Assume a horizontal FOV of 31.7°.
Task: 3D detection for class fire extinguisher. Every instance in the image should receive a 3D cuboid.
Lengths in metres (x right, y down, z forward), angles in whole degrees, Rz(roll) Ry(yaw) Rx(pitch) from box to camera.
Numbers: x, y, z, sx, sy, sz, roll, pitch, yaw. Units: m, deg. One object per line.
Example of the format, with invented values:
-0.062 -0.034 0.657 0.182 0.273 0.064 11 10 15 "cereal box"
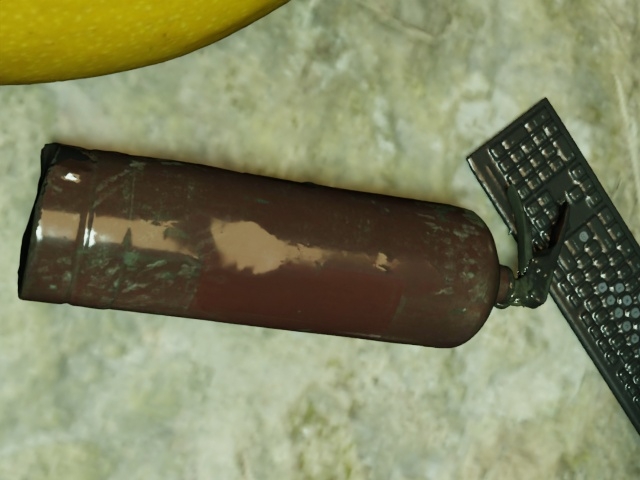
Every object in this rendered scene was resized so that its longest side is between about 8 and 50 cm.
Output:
0.000 0.000 0.530 0.268 0.072 0.089 8 67 -18 "fire extinguisher"

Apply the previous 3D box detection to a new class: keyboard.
0.151 0.022 0.608 0.064 0.010 0.198 -37 100 -17 "keyboard"

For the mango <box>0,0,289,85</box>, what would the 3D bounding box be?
-0.073 -0.169 0.460 0.359 0.144 0.187 -32 127 -9 "mango"
